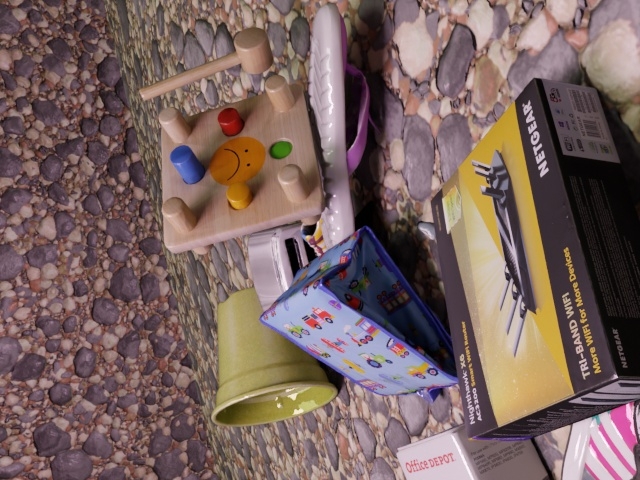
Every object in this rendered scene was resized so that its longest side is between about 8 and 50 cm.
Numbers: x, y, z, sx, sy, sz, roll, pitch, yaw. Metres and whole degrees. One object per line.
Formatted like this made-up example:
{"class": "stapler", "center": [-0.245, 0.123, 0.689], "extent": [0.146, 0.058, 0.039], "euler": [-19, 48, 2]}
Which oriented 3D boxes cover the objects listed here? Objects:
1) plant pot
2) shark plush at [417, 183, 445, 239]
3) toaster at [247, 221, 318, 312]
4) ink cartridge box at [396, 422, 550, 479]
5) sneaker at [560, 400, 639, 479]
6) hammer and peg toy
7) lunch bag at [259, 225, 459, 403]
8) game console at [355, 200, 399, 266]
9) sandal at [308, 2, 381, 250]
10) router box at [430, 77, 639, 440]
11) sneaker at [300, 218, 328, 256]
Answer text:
{"class": "plant pot", "center": [-0.124, 0.249, 1.438], "extent": [0.276, 0.275, 0.254], "euler": [119, 142, -55]}
{"class": "shark plush", "center": [0.195, -0.002, 0.859], "extent": [0.067, 0.073, 0.161], "euler": [-51, 47, 23]}
{"class": "toaster", "center": [-0.062, 0.049, 1.325], "extent": [0.146, 0.129, 0.227], "euler": [-11, 91, 61]}
{"class": "ink cartridge box", "center": [0.240, 0.392, 0.904], "extent": [0.273, 0.114, 0.197], "euler": [66, 154, 17]}
{"class": "sneaker", "center": [0.340, 0.226, 0.617], "extent": [0.178, 0.123, 0.296], "euler": [-140, 42, -64]}
{"class": "hammer and peg toy", "center": [-0.144, -0.162, 1.054], "extent": [0.127, 0.265, 0.362], "euler": [63, -166, -57]}
{"class": "lunch bag", "center": [0.083, 0.154, 1.016], "extent": [0.293, 0.138, 0.221], "euler": [45, 146, -7]}
{"class": "game console", "center": [0.088, 0.009, 1.126], "extent": [0.107, 0.071, 0.122], "euler": [41, 151, 1]}
{"class": "sandal", "center": [0.042, -0.166, 1.036], "extent": [0.169, 0.102, 0.417], "euler": [-115, 19, -58]}
{"class": "router box", "center": [0.220, 0.030, 0.676], "extent": [0.243, 0.080, 0.309], "euler": [121, 150, -56]}
{"class": "sneaker", "center": [0.000, 0.000, 1.216], "extent": [0.069, 0.083, 0.186], "euler": [38, 136, 52]}
